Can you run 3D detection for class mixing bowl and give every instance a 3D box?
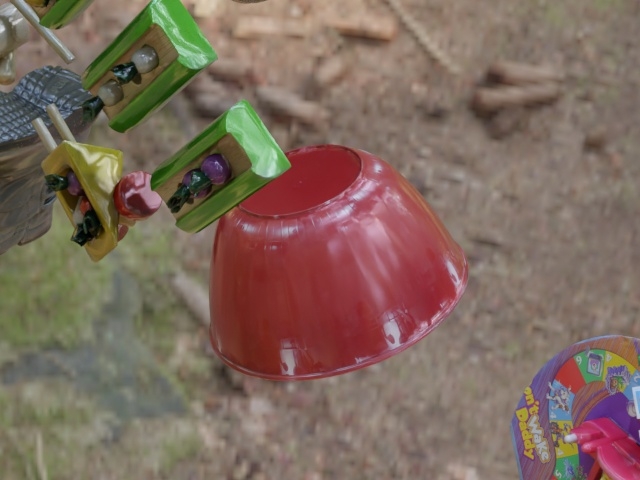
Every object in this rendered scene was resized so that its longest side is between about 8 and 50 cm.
[{"bbox_3d":[0.000,0.000,1.315,0.181,0.098,0.181,-13,31,8],"label":"mixing bowl"}]

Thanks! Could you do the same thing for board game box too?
[{"bbox_3d":[0.136,0.132,0.965,0.033,0.133,0.168,-4,81,-40],"label":"board game box"}]

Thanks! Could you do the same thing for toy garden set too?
[{"bbox_3d":[-0.142,-0.100,1.082,0.049,0.204,0.244,-36,92,-30],"label":"toy garden set"}]

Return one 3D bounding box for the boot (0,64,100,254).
[{"bbox_3d":[-0.268,-0.044,1.607,0.083,0.161,0.246,32,24,18],"label":"boot"}]

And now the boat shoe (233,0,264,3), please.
[{"bbox_3d":[-0.055,-0.338,1.453,0.123,0.324,0.116,-11,23,-33],"label":"boat shoe"}]
